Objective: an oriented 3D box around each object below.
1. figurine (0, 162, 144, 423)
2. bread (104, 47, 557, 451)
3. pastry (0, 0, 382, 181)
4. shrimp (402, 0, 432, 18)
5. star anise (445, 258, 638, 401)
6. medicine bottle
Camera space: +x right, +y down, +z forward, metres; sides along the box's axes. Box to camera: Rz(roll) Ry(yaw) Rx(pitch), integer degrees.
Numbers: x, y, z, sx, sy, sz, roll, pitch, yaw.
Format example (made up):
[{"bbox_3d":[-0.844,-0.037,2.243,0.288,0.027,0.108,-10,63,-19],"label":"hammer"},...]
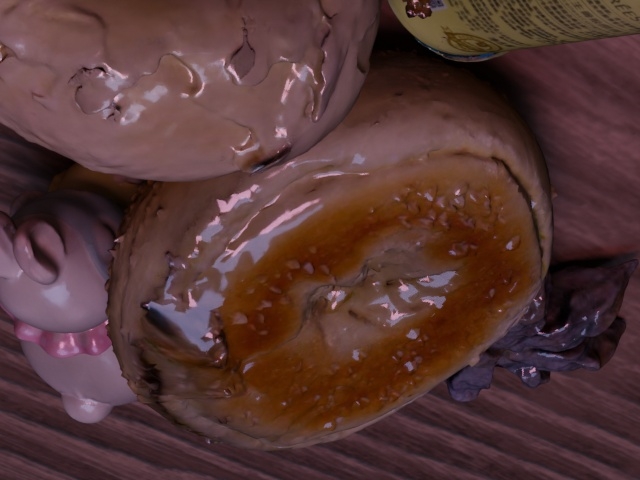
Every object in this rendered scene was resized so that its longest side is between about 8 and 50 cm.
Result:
[{"bbox_3d":[-0.163,0.010,1.159,0.127,0.155,0.235,24,156,22],"label":"figurine"},{"bbox_3d":[0.000,0.000,1.094,0.305,0.158,0.305,-17,140,-15],"label":"bread"},{"bbox_3d":[-0.088,-0.142,0.875,0.265,0.265,0.133,10,143,-7],"label":"pastry"},{"bbox_3d":[0.046,-0.201,0.840,0.091,0.184,0.043,10,166,-39],"label":"shrimp"},{"bbox_3d":[0.113,0.060,1.271,0.262,0.081,0.230,10,154,-11],"label":"star anise"},{"bbox_3d":[0.139,-0.160,0.862,0.124,0.124,0.239,29,163,-29],"label":"medicine bottle"}]
